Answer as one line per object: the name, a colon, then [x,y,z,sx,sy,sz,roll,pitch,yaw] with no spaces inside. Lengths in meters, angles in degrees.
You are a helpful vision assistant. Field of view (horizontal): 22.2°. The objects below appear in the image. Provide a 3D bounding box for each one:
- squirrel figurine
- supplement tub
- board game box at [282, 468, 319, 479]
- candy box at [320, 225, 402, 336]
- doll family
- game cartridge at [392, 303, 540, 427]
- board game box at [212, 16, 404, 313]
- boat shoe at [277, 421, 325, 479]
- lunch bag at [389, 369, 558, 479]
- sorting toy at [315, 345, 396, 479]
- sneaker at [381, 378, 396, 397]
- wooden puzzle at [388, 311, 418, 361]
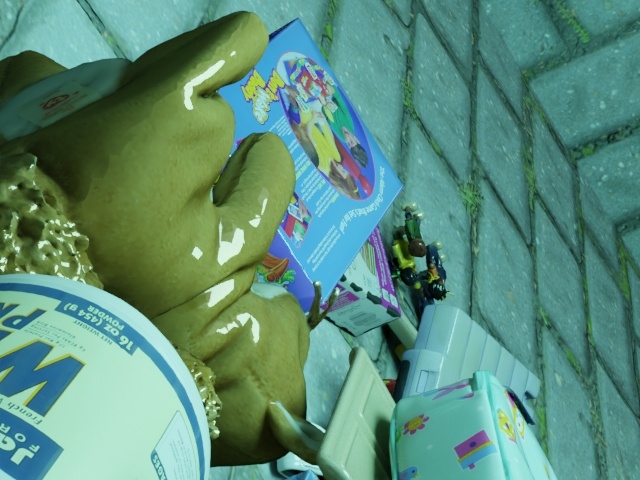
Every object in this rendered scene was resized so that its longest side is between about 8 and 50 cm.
squirrel figurine: [-0.150,0.065,1.308,0.370,0.281,0.397,67,32,-26]
supplement tub: [-0.213,0.181,0.964,0.235,0.235,0.325,59,21,-14]
board game box: [-0.074,0.283,1.173,0.165,0.243,0.042,62,20,-9]
candy box: [0.000,0.000,1.922,0.233,0.071,0.159,33,37,-53]
doll family: [0.136,0.046,2.199,0.193,0.076,0.111,54,18,-34]
game cartridge: [0.133,0.271,1.760,0.230,0.068,0.355,38,61,-44]
board game box: [-0.040,-0.080,1.727,0.233,0.078,0.347,58,25,-9]
boat shoe: [0.015,0.247,1.694,0.184,0.066,0.063,45,42,-47]
lunch bag: [0.149,0.252,1.309,0.224,0.107,0.279,55,18,-31]
sorting toy: [0.081,0.260,1.358,0.307,0.041,0.229,61,16,-14]
sneaker: [0.074,0.209,1.868,0.118,0.107,0.279,53,11,26]
wooden puzzle: [0.176,0.206,2.085,0.239,0.044,0.221,46,5,-46]
